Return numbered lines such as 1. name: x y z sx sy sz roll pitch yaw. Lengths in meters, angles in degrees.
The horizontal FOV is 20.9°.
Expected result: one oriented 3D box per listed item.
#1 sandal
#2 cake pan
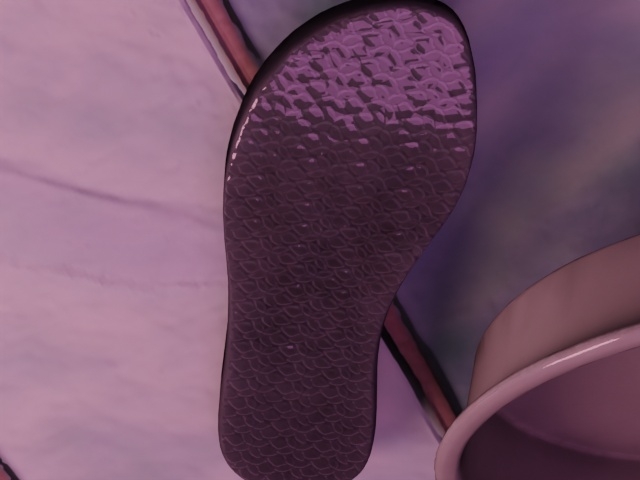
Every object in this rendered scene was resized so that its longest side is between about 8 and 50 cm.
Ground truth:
1. sandal: -0.001 0.000 0.750 0.097 0.054 0.254 12 125 -7
2. cake pan: 0.193 0.068 0.736 0.293 0.054 0.293 -1 151 -1
